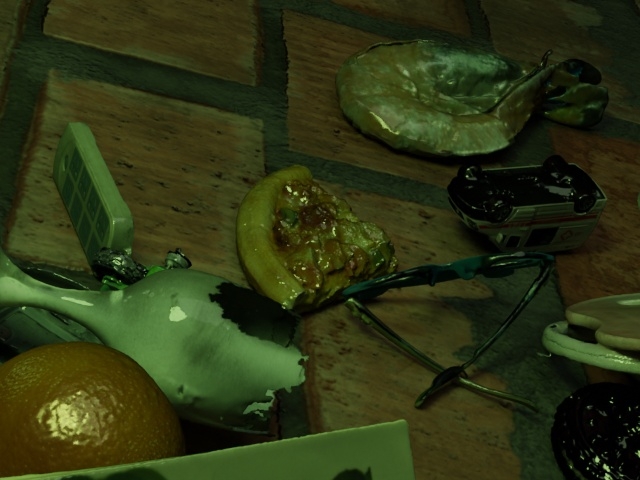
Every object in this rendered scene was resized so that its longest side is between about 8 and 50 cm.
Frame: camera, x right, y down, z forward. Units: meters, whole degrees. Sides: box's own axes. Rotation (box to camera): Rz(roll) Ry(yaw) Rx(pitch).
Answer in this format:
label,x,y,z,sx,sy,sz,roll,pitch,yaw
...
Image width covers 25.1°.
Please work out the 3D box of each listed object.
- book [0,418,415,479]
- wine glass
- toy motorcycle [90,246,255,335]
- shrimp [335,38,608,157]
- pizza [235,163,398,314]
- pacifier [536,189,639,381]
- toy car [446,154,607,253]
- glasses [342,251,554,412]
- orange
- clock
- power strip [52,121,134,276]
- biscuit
label,x,y,z,sx,sy,sz,roll,pitch,yaw
book,-0.070,0.281,1.062,0.371,0.043,0.260,-4,83,-33
wine glass,-0.171,0.077,1.279,0.321,0.143,0.143,17,33,-12
toy motorcycle,-0.140,0.067,1.423,0.190,0.106,0.074,25,65,12
shrimp,0.224,-0.198,2.007,0.446,0.110,0.221,-6,47,-30
pizza,0.000,0.000,1.629,0.197,0.058,0.292,17,33,-6
pacifier,0.398,0.065,1.581,0.220,0.273,0.332,32,4,-6
toy car,0.244,-0.035,1.778,0.210,0.108,0.089,-6,43,-28
glasses,0.157,0.087,1.533,0.239,0.102,0.207,-11,48,-13
orange,-0.204,0.180,1.138,0.206,0.206,0.206,14,34,-10
clock,-0.278,0.110,1.332,0.226,0.049,0.226,15,33,-10
power strip,-0.248,-0.048,1.545,0.029,0.080,0.227,0,38,-29
biscuit,0.330,0.224,1.493,0.195,0.053,0.194,14,33,-9
